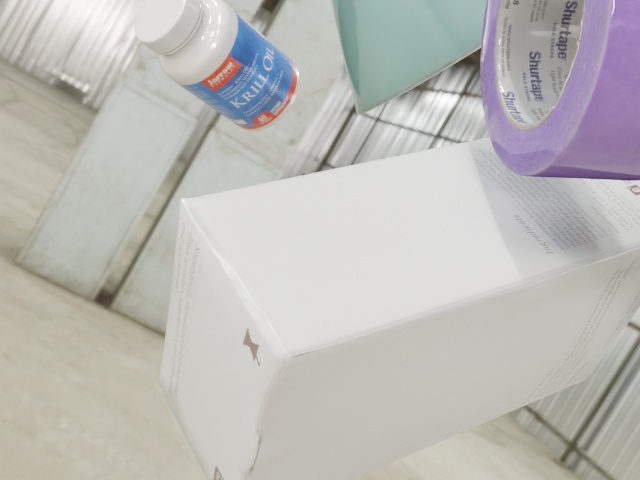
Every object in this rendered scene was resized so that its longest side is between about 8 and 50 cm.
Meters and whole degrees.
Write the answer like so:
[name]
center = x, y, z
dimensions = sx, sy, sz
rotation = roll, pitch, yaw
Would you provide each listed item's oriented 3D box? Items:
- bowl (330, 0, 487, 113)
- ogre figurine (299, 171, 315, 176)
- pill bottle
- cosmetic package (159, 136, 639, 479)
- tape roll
[bowl]
center = 0.134, -0.300, 0.938
dimensions = 0.163, 0.311, 0.311
rotation = 56, -1, -11
[ogre figurine]
center = 0.000, 0.000, 0.879
dimensions = 0.097, 0.197, 0.118
rotation = 36, -37, -15
[pill bottle]
center = -0.138, -0.247, 1.067
dimensions = 0.124, 0.124, 0.221
rotation = 33, 2, 41
[cosmetic package]
center = 0.080, 0.053, 0.638
dimensions = 0.385, 0.217, 0.156
rotation = -11, 49, -30
[tape roll]
center = 0.173, -0.133, 0.507
dimensions = 0.080, 0.189, 0.189
rotation = 1, 9, -9
